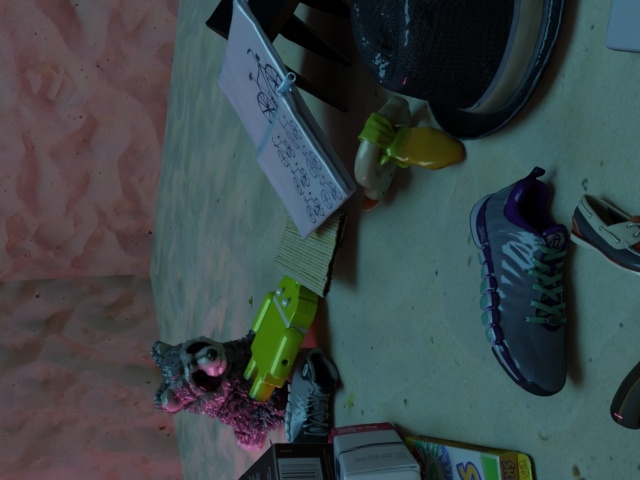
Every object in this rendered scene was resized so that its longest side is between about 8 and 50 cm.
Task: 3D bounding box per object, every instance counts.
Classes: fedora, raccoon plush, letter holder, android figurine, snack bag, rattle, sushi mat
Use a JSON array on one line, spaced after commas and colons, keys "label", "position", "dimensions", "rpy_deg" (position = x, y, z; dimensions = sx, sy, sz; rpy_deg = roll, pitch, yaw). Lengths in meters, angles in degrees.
[{"label": "fedora", "position": [0.128, -0.280, 0.808], "dimensions": [0.334, 0.152, 0.334], "rpy_deg": [177, 90, -69]}, {"label": "raccoon plush", "position": [-0.241, 0.383, 1.635], "dimensions": [0.216, 0.299, 0.447], "rpy_deg": [-119, 33, -49]}, {"label": "letter holder", "position": [-0.039, -0.362, 1.276], "dimensions": [0.152, 0.214, 0.302], "rpy_deg": [-55, 33, 6]}, {"label": "android figurine", "position": [-0.079, 0.174, 1.422], "dimensions": [0.273, 0.056, 0.248], "rpy_deg": [-66, 18, 11]}, {"label": "snack bag", "position": [-0.074, -0.178, 1.150], "dimensions": [0.343, 0.037, 0.323], "rpy_deg": [60, 164, 3]}, {"label": "rattle", "position": [0.124, -0.094, 1.011], "dimensions": [0.200, 0.142, 0.130], "rpy_deg": [89, -162, -48]}, {"label": "sushi mat", "position": [-0.026, 0.004, 1.344], "dimensions": [0.316, 0.019, 0.152], "rpy_deg": [-158, 80, -70]}]

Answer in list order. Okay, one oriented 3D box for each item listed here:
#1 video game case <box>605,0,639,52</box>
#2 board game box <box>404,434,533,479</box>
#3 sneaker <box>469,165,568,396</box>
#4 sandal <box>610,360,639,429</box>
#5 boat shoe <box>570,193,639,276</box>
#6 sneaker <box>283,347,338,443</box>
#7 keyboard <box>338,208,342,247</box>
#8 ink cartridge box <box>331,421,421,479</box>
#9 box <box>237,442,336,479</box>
[{"label": "video game case", "position": [0.324, -0.281, 0.460], "dimensions": [0.300, 0.036, 0.329], "rpy_deg": [-140, 52, -62]}, {"label": "board game box", "position": [0.182, 0.318, 0.903], "dimensions": [0.259, 0.039, 0.124], "rpy_deg": [156, 110, -65]}, {"label": "sneaker", "position": [0.213, 0.039, 0.727], "dimensions": [0.098, 0.083, 0.224], "rpy_deg": [133, 132, -55]}, {"label": "sandal", "position": [0.287, 0.076, 0.535], "dimensions": [0.060, 0.090, 0.219], "rpy_deg": [46, 135, 36]}, {"label": "boat shoe", "position": [0.267, -0.003, 0.628], "dimensions": [0.137, 0.049, 0.043], "rpy_deg": [-130, 45, -65]}, {"label": "sneaker", "position": [-0.012, 0.307, 1.336], "dimensions": [0.132, 0.086, 0.229], "rpy_deg": [145, 121, -63]}, {"label": "keyboard", "position": [0.000, 0.000, 1.355], "dimensions": [0.180, 0.023, 0.108], "rpy_deg": [165, 108, -69]}, {"label": "ink cartridge box", "position": [0.076, 0.365, 0.994], "dimensions": [0.237, 0.100, 0.172], "rpy_deg": [155, 110, -87]}, {"label": "box", "position": [-0.032, 0.459, 1.236], "dimensions": [0.203, 0.167, 0.169], "rpy_deg": [-54, 38, 46]}]
